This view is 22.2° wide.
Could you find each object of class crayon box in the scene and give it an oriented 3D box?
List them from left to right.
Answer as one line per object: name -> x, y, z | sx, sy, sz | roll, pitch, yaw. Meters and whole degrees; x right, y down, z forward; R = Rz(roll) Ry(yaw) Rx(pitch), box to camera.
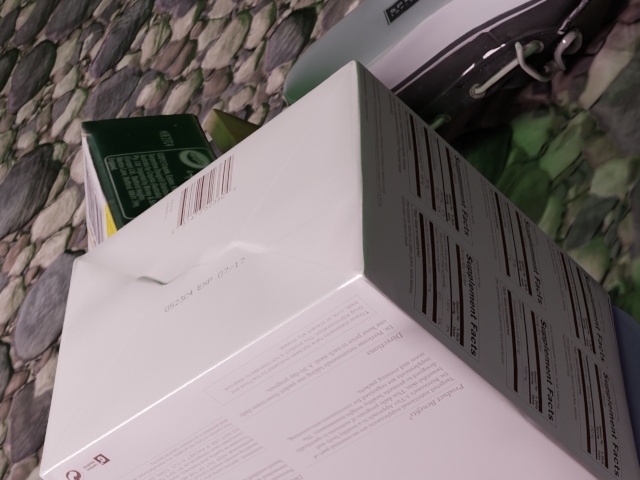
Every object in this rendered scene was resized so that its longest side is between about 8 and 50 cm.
crayon box -> -0.092, 0.105, 1.029 | 0.202, 0.081, 0.319 | -119, 26, -57

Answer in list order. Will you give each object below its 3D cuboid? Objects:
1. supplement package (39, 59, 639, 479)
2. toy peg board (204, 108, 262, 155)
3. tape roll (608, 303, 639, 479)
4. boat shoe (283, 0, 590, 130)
supplement package -> 0.013, 0.066, 0.778 | 0.194, 0.203, 0.149 | -32, 35, 27
toy peg board -> 0.000, 0.000, 1.083 | 0.079, 0.161, 0.161 | -62, 28, 15
tape roll -> 0.121, 0.129, 0.845 | 0.189, 0.080, 0.189 | -34, 34, 28
boat shoe -> 0.123, -0.150, 1.117 | 0.306, 0.105, 0.113 | -37, 34, 16
